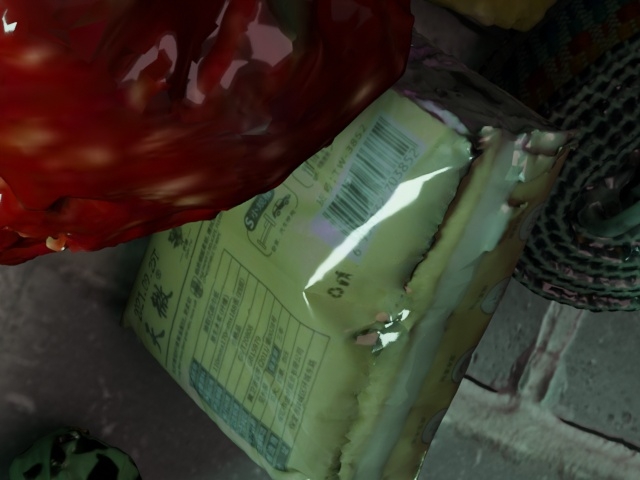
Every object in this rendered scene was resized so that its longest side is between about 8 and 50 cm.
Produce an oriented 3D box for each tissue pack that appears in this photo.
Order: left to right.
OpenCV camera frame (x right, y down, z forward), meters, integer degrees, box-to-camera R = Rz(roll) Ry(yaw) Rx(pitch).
[{"bbox_3d":[0.000,0.000,0.825,0.123,0.215,0.257,-3,125,-47],"label":"tissue pack"}]

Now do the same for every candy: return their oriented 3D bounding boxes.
[{"bbox_3d":[-0.170,0.168,0.775,0.083,0.305,0.091,-42,86,13],"label":"candy"}]

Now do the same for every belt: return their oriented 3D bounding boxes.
[{"bbox_3d":[0.239,-0.078,0.972,0.295,0.160,0.207,-32,122,20],"label":"belt"}]

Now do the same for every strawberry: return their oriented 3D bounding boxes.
[{"bbox_3d":[-0.128,-0.099,0.681,0.317,0.295,0.345,-44,170,-51],"label":"strawberry"}]

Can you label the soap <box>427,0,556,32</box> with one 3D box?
[{"bbox_3d":[0.025,-0.311,0.834,0.427,0.115,0.306,18,100,-25],"label":"soap"}]
